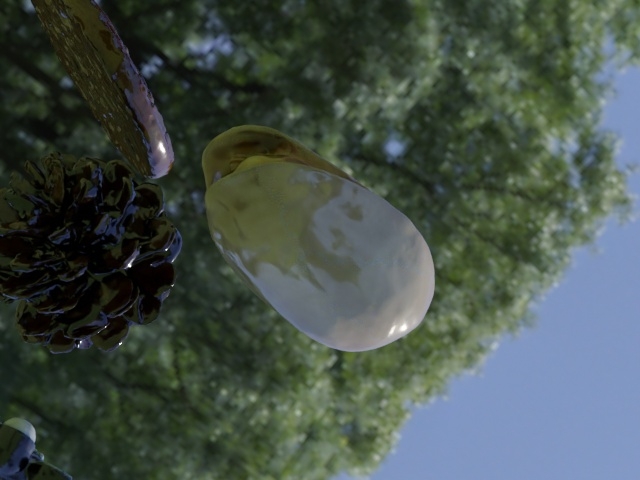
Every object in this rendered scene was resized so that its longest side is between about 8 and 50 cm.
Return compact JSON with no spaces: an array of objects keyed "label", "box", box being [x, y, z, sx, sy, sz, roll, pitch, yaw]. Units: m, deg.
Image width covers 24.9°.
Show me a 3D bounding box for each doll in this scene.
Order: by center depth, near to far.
[{"label":"doll","box":[-0.324,0.176,1.320,0.091,0.219,0.067,-35,-154,54]}]

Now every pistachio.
[{"label":"pistachio","box":[0.000,0.000,1.573,0.187,0.299,0.187,-34,-150,23]}]

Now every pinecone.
[{"label":"pinecone","box":[-0.161,0.002,0.959,0.140,0.121,0.140,-7,-125,10]}]

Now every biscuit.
[{"label":"biscuit","box":[-0.161,-0.129,1.054,0.027,0.188,0.188,-32,-155,-12]}]
